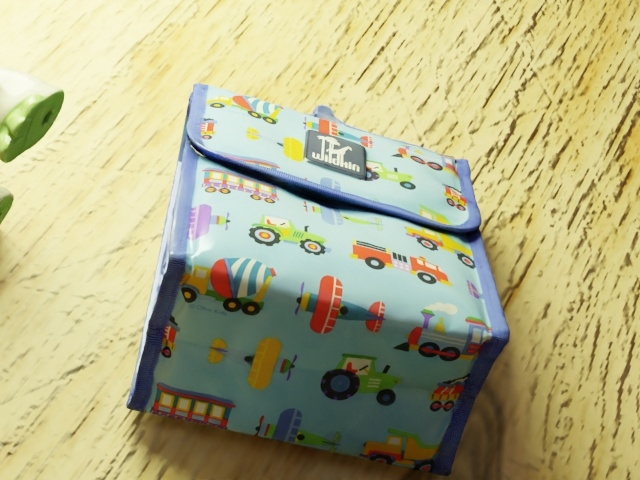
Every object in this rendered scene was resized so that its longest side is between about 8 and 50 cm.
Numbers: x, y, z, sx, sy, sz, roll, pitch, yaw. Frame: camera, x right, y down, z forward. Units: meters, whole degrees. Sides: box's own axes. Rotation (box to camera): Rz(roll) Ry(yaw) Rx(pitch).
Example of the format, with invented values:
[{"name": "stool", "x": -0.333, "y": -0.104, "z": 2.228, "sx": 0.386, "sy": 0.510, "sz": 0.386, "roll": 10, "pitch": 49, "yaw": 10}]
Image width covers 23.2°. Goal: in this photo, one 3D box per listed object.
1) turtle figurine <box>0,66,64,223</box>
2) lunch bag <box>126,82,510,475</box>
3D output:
[{"name": "turtle figurine", "x": -0.324, "y": -0.105, "z": 1.011, "sx": 0.266, "sy": 0.275, "sz": 0.198, "roll": 33, "pitch": 82, "yaw": 3}, {"name": "lunch bag", "x": 0.000, "y": 0.000, "z": 1.104, "sx": 0.220, "sy": 0.138, "sz": 0.293, "roll": 13, "pitch": 36, "yaw": -8}]
